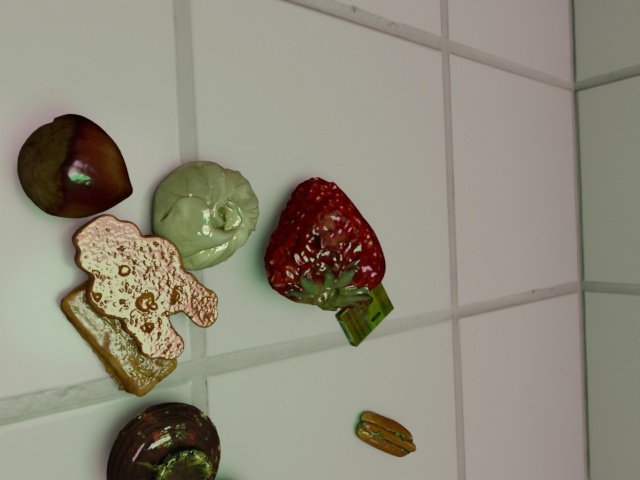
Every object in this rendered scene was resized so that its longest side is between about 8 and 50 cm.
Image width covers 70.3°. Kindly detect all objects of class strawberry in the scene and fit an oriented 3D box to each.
[{"bbox_3d":[0.000,0.000,1.205,0.317,0.295,0.345,4,53,-20],"label":"strawberry"}]

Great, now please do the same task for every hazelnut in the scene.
[{"bbox_3d":[-0.464,-0.133,0.889,0.208,0.208,0.208,1,89,-36],"label":"hazelnut"}]

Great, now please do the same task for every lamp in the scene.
[{"bbox_3d":[-0.322,0.464,0.957,0.247,0.247,0.247,1,89,-36],"label":"lamp"}]

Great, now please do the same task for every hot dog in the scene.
[{"bbox_3d":[0.213,0.618,1.441,0.249,0.068,0.100,35,70,-30],"label":"hot dog"}]

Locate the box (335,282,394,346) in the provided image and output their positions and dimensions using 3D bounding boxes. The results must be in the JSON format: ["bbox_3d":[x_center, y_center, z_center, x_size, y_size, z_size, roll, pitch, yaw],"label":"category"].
[{"bbox_3d":[0.142,0.222,1.419,0.193,0.030,0.121,-38,111,-31],"label":"box"}]

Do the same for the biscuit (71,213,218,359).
[{"bbox_3d":[-0.365,0.092,0.945,0.202,0.047,0.334,-47,114,-26],"label":"biscuit"}]

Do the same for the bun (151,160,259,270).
[{"bbox_3d":[-0.259,-0.064,1.052,0.259,0.160,0.259,1,88,-33],"label":"bun"}]

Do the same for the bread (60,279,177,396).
[{"bbox_3d":[-0.428,0.203,0.971,0.139,0.077,0.271,-40,111,-30],"label":"bread"}]
